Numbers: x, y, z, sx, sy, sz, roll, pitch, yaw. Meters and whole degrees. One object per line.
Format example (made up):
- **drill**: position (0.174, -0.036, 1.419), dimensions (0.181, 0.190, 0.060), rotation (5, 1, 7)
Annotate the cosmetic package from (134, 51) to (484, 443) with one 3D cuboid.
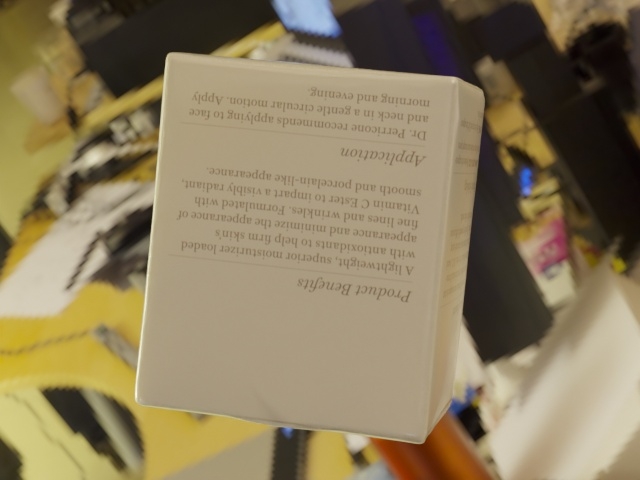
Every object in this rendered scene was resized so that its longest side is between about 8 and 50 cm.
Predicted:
- **cosmetic package**: position (0.000, 0.000, 0.882), dimensions (0.151, 0.183, 0.151), rotation (7, 4, 10)
